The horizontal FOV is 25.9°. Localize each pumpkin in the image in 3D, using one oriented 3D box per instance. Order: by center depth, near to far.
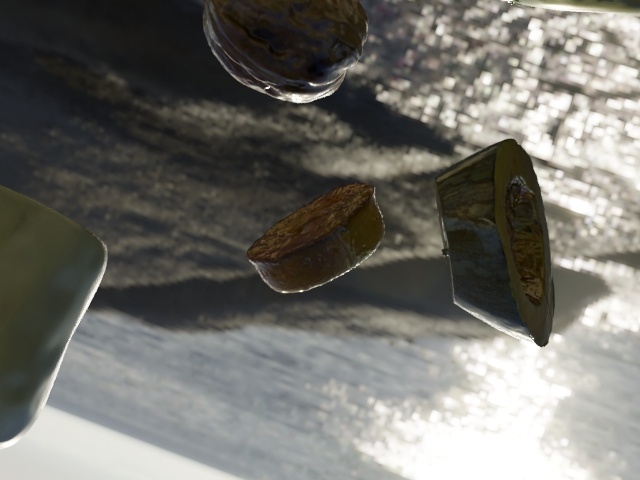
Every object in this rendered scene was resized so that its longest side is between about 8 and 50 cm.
[{"bbox_3d":[0.169,0.005,1.427,0.110,0.217,0.217,-4,162,17],"label":"pumpkin"}]

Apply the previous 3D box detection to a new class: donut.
[{"bbox_3d":[0.000,0.000,1.446,0.152,0.152,0.058,2,124,60],"label":"donut"}]

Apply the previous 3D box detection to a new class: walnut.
[{"bbox_3d":[-0.044,-0.234,1.490,0.184,0.155,0.155,27,168,-17],"label":"walnut"}]

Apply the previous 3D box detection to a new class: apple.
[{"bbox_3d":[0.365,-0.389,1.990,0.265,0.120,0.193,6,-175,23],"label":"apple"}]

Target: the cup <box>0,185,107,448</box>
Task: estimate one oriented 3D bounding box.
[{"bbox_3d":[-0.333,0.046,1.188,0.255,0.202,0.173,28,167,-18],"label":"cup"}]
